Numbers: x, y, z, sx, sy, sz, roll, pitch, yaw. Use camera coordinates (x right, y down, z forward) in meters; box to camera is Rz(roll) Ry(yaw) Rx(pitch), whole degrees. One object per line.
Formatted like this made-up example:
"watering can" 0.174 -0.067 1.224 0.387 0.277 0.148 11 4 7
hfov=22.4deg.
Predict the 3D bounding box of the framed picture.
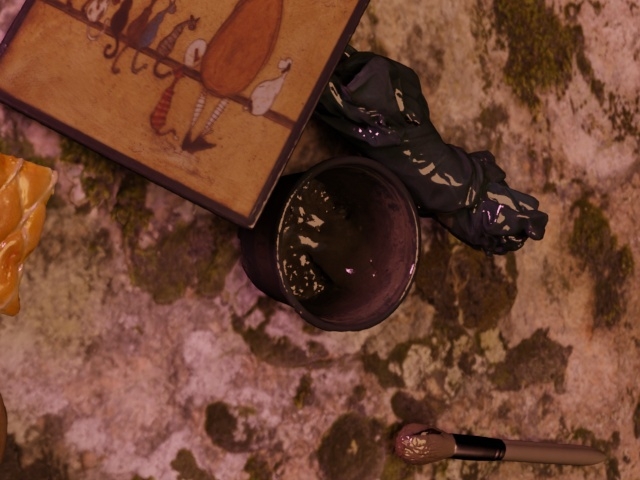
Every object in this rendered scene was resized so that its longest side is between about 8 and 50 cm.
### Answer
"framed picture" -0.096 -0.209 1.365 0.255 0.014 0.339 28 74 -4

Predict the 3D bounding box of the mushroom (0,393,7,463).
"mushroom" -0.397 0.150 1.195 0.328 0.122 0.159 4 127 -35

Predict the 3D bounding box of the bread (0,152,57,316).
"bread" -0.309 -0.025 1.260 0.188 0.068 0.125 20 82 -35

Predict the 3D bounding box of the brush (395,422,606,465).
"brush" 0.192 0.212 1.651 0.299 0.039 0.042 8 87 -37

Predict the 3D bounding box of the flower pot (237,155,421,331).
"flower pot" 0.000 0.000 1.460 0.157 0.107 0.157 -3 96 -32

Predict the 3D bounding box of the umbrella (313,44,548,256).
"umbrella" 0.069 -0.104 1.481 0.349 0.143 0.094 37 80 -24
